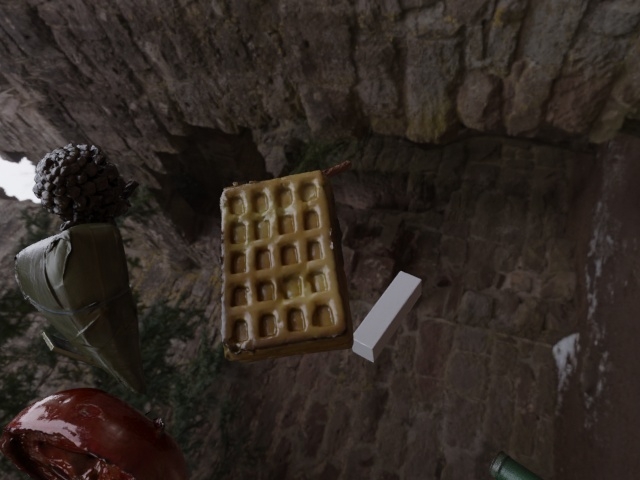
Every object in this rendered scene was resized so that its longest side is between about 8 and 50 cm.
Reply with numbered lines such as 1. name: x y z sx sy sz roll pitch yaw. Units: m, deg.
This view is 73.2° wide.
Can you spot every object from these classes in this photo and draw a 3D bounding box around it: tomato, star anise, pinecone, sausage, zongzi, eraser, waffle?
1. tomato: -0.252 0.260 0.524 0.101 0.228 0.227 -58 -29 -54
2. star anise: -0.721 -0.117 1.388 0.283 0.212 0.129 -37 -13 -7
3. pinecone: -0.561 -0.128 1.027 0.204 0.184 0.179 45 -132 -52
4. sausage: 0.049 -0.249 1.548 0.158 0.036 0.042 -26 -6 -26
5. zongzi: -0.564 0.171 1.016 0.174 0.356 0.392 -25 -78 -50
6. eraser: 0.208 0.227 1.324 0.298 0.078 0.076 -47 -36 -32
7. waffle: -0.066 0.039 0.767 0.098 0.224 0.327 74 -173 -63

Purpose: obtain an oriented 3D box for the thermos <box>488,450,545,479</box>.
1. thermos: 0.532 0.629 1.096 0.073 0.188 0.083 -33 -54 -27

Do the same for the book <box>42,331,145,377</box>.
1. book: -0.795 0.408 1.509 0.323 0.228 0.018 36 -110 -35
